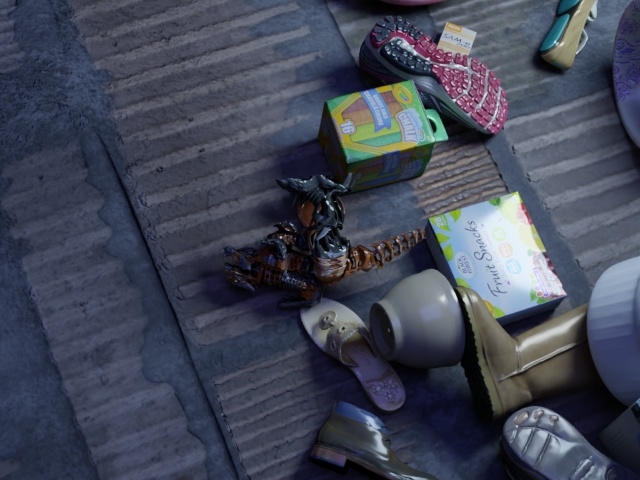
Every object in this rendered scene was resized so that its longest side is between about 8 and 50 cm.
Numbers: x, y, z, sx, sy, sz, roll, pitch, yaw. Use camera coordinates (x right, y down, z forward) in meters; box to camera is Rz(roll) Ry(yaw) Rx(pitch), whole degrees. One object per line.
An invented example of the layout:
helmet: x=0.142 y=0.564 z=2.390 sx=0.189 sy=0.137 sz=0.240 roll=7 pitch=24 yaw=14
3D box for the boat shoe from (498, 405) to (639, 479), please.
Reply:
boat shoe: x=0.421 y=0.405 z=1.683 sx=0.132 sy=0.130 sz=0.355 roll=-35 pitch=67 yaw=-22

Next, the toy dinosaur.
toy dinosaur: x=0.000 y=0.000 z=1.825 sx=0.322 sy=0.164 sz=0.218 roll=-6 pitch=92 yaw=-15

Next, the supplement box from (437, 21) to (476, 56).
supplement box: x=0.249 y=-0.356 z=2.062 sx=0.062 sy=0.036 sz=0.098 roll=20 pitch=65 yaw=4

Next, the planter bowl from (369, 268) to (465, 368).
planter bowl: x=0.145 y=0.135 z=1.753 sx=0.109 sy=0.162 sz=0.162 roll=-13 pitch=67 yaw=-20

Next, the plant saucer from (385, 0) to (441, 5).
plant saucer: x=0.165 y=-0.585 z=2.134 sx=0.332 sy=0.084 sz=0.332 roll=2 pitch=66 yaw=-5

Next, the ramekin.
ramekin: x=0.553 y=0.146 z=1.750 sx=0.277 sy=0.135 sz=0.277 roll=10 pitch=73 yaw=-35

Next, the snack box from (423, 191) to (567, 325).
snack box: x=0.294 y=0.040 z=1.869 sx=0.175 sy=0.070 sz=0.207 roll=-16 pitch=67 yaw=-12

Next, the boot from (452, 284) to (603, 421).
boot: x=0.351 y=0.148 z=1.777 sx=0.270 sy=0.089 sz=0.236 roll=-19 pitch=99 yaw=-19

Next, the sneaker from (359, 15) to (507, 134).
sneaker: x=0.209 y=-0.292 z=1.996 sx=0.299 sy=0.112 sz=0.120 roll=35 pitch=59 yaw=-5

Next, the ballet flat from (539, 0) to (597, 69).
ballet flat: x=0.488 y=-0.422 z=2.105 sx=0.073 sy=0.080 sz=0.232 roll=36 pitch=68 yaw=-19

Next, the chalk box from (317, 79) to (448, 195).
chalk box: x=0.119 y=-0.185 z=1.922 sx=0.213 sy=0.132 sz=0.132 roll=-16 pitch=68 yaw=-11

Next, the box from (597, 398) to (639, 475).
box: x=0.557 y=0.391 z=1.643 sx=0.058 sy=0.232 sz=0.322 roll=-30 pitch=71 yaw=-12

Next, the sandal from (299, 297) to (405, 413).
sandal: x=0.059 y=0.171 z=1.784 sx=0.088 sy=0.079 sz=0.240 roll=-34 pitch=72 yaw=-18

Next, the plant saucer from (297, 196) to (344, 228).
plant saucer: x=0.000 y=-0.050 z=1.915 sx=0.084 sy=0.013 sz=0.083 roll=2 pitch=65 yaw=-4

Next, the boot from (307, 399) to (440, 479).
boot: x=0.100 y=0.327 z=1.716 sx=0.219 sy=0.082 sz=0.106 roll=17 pitch=68 yaw=5

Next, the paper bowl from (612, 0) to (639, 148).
paper bowl: x=0.641 y=-0.298 z=1.933 sx=0.148 sy=0.284 sz=0.284 roll=-6 pitch=66 yaw=-8
